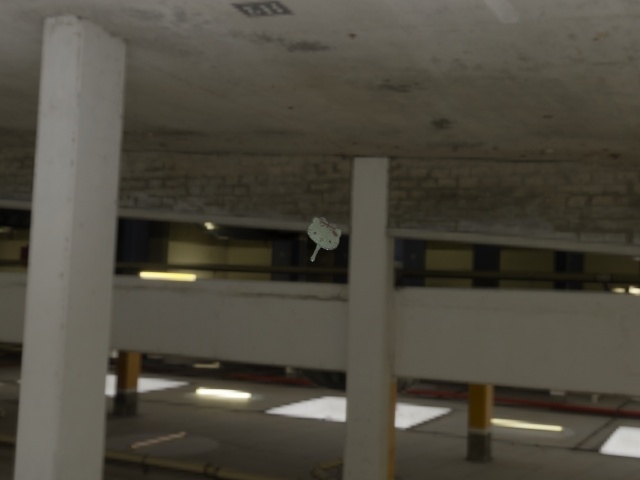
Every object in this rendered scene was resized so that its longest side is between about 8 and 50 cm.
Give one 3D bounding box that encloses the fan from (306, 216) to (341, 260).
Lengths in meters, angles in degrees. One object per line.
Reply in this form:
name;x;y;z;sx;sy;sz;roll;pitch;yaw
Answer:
fan;0.000;0.000;1.244;0.056;0.083;0.004;30;143;-5
